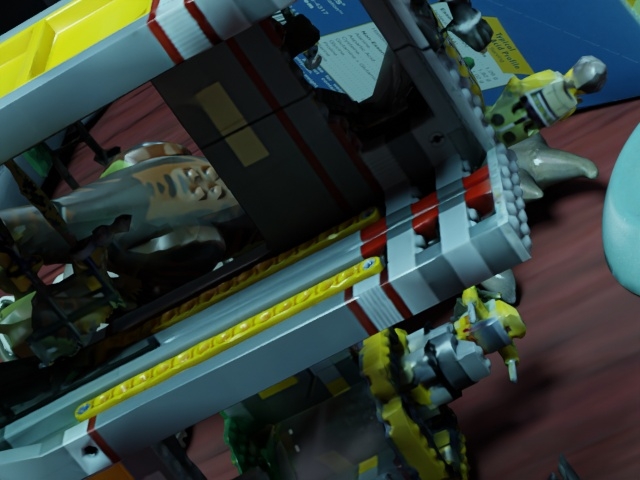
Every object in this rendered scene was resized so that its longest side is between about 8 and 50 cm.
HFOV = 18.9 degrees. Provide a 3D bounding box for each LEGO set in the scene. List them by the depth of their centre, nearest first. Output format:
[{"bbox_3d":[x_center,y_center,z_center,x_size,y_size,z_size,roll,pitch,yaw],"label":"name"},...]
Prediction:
[{"bbox_3d":[0.007,0.000,0.550,0.192,0.331,0.255,-27,19,16],"label":"LEGO set"}]

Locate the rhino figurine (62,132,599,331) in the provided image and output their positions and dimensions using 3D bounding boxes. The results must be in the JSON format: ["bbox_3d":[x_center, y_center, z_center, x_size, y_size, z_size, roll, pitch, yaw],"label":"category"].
[{"bbox_3d":[0.000,0.000,0.789,0.243,0.073,0.106,-12,27,25],"label":"rhino figurine"}]

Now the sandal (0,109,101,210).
[{"bbox_3d":[-0.160,-0.086,1.163,0.097,0.054,0.254,-15,49,54],"label":"sandal"}]

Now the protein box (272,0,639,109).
[{"bbox_3d":[0.044,-0.159,0.815,0.201,0.200,0.136,-11,43,46],"label":"protein box"}]

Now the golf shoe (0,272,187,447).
[{"bbox_3d":[-0.112,0.041,0.881,0.069,0.086,0.176,-44,26,5],"label":"golf shoe"}]

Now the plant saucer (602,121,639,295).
[{"bbox_3d":[0.147,-0.031,0.697,0.119,0.021,0.119,-32,31,22],"label":"plant saucer"}]
